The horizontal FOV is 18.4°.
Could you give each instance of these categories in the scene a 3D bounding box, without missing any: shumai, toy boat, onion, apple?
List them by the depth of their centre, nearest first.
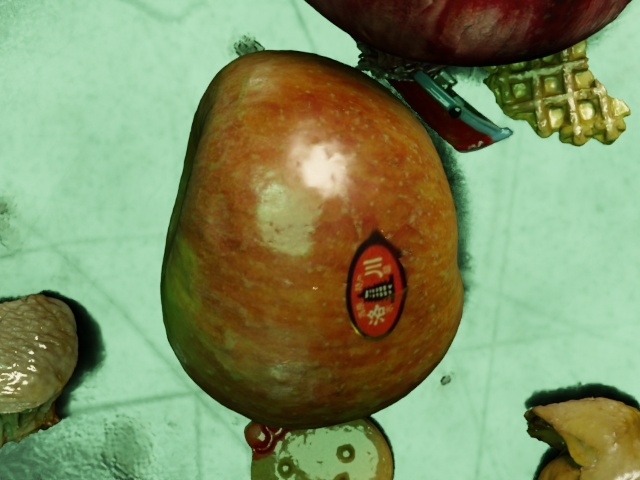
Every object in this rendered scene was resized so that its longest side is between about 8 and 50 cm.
[{"bbox_3d":[0.097,-0.243,1.581,0.347,0.347,0.285,22,128,5],"label":"onion"},{"bbox_3d":[0.000,0.000,1.632,0.250,0.277,0.309,10,126,-5],"label":"apple"},{"bbox_3d":[0.096,-0.144,1.709,0.059,0.069,0.173,-44,81,12],"label":"toy boat"},{"bbox_3d":[-0.283,0.123,1.752,0.145,0.145,0.116,17,132,5],"label":"shumai"}]

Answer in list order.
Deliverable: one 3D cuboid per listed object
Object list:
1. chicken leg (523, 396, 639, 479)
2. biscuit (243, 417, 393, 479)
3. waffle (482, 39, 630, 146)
[{"bbox_3d":[0.318,0.204,1.673,0.295,0.182,0.409,41,90,19],"label":"chicken leg"},{"bbox_3d":[0.012,0.245,1.758,0.166,0.036,0.226,-11,92,8],"label":"biscuit"},{"bbox_3d":[0.220,-0.181,1.704,0.149,0.051,0.194,24,90,4],"label":"waffle"}]
